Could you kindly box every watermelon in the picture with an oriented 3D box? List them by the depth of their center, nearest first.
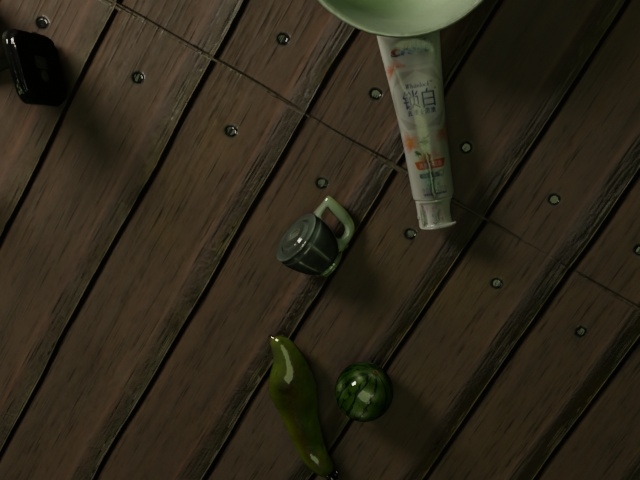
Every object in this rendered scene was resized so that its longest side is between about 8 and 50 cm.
[{"bbox_3d":[0.070,0.256,1.581,0.109,0.109,0.109,1,107,2],"label":"watermelon"}]

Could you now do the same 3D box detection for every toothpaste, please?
[{"bbox_3d":[0.158,-0.180,1.468,0.100,0.066,0.323,-10,101,4],"label":"toothpaste"}]

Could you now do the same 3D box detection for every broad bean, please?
[{"bbox_3d":[-0.028,0.301,1.621,0.075,0.067,0.325,-7,112,36],"label":"broad bean"}]

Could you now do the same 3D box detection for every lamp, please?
[{"bbox_3d":[-0.537,-0.206,1.416,0.283,0.203,0.124,-31,84,14],"label":"lamp"}]

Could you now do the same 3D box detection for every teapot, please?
[{"bbox_3d":[0.000,0.006,1.515,0.091,0.092,0.124,38,112,-26],"label":"teapot"}]

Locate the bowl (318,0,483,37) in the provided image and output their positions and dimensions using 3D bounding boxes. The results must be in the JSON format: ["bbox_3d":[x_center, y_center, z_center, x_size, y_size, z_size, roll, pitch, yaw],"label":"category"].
[{"bbox_3d":[0.111,-0.445,1.332,0.307,0.163,0.307,0,107,1],"label":"bowl"}]
